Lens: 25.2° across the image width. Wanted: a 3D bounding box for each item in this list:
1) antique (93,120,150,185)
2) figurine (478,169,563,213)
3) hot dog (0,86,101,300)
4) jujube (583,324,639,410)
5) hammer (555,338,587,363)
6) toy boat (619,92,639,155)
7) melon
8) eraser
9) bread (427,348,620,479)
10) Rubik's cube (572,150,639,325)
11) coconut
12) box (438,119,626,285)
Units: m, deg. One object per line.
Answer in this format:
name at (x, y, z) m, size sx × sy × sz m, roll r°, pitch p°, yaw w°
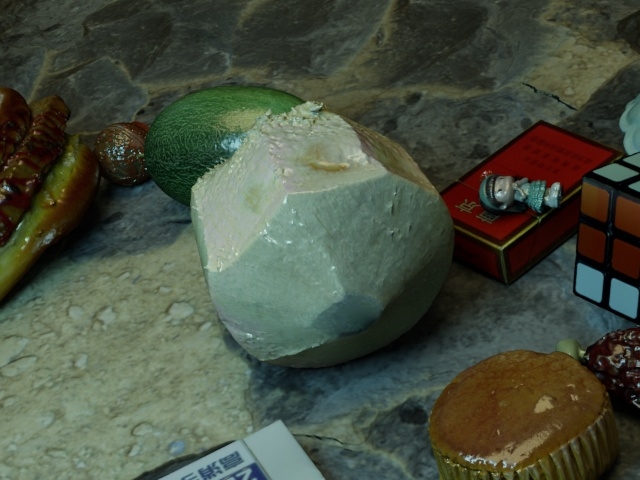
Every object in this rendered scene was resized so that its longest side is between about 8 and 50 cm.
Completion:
antique at (-0.294, -0.129, 2.143) m, size 0.104 × 0.104 × 0.104 m, roll -10°, pitch 36°, yaw 8°
figurine at (0.247, -0.060, 1.772) m, size 0.106 × 0.047 × 0.060 m, roll 3°, pitch 57°, yaw 16°
hot dog at (-0.446, -0.076, 2.023) m, size 0.223 × 0.185 × 0.405 m, roll -25°, pitch 30°, yaw 27°
jujube at (0.364, 0.136, 1.536) m, size 0.166 × 0.104 × 0.104 m, roll 18°, pitch 48°, yaw 40°
hammer at (0.366, 0.126, 1.611) m, size 0.195 × 0.028 × 0.060 m, roll -10°, pitch 41°, yaw 6°
toy boat at (0.489, -0.137, 1.823) m, size 0.199 × 0.100 × 0.290 m, roll 7°, pitch 43°, yaw 2°
melon at (-0.129, -0.127, 2.008) m, size 0.288 × 0.182 × 0.182 m, roll 1°, pitch 39°, yaw 20°
eraser at (-0.105, 0.288, 1.538) m, size 0.210 × 0.068 × 0.124 m, roll -25°, pitch 36°, yaw -14°
bread at (0.210, 0.198, 1.506) m, size 0.199 × 0.104 × 0.199 m, roll -12°, pitch 34°, yaw 8°
Rubik's cube at (0.401, -0.002, 1.625) m, size 0.162 × 0.160 × 0.163 m, roll -21°, pitch 32°, yaw -36°
coconut at (0.000, 0.000, 1.704) m, size 0.298 × 0.297 × 0.309 m, roll -20°, pitch 33°, yaw -6°
box at (0.264, -0.054, 1.852) m, size 0.240 × 0.074 × 0.153 m, roll -36°, pitch 45°, yaw -25°
